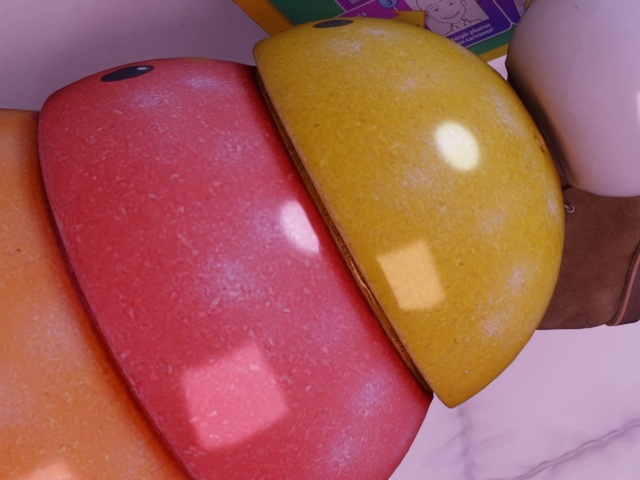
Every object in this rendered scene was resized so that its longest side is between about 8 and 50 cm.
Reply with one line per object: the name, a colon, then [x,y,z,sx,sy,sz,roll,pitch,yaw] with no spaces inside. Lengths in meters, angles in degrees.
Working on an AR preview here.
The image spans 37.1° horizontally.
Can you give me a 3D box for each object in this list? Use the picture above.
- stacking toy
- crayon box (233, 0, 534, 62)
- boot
stacking toy: [0.000,0.000,0.502,0.480,0.350,0.350,-29,130,3]
crayon box: [0.082,-0.184,0.517,0.278,0.081,0.165,-17,141,35]
boot: [0.209,-0.039,0.766,0.115,0.112,0.305,-10,129,-6]
